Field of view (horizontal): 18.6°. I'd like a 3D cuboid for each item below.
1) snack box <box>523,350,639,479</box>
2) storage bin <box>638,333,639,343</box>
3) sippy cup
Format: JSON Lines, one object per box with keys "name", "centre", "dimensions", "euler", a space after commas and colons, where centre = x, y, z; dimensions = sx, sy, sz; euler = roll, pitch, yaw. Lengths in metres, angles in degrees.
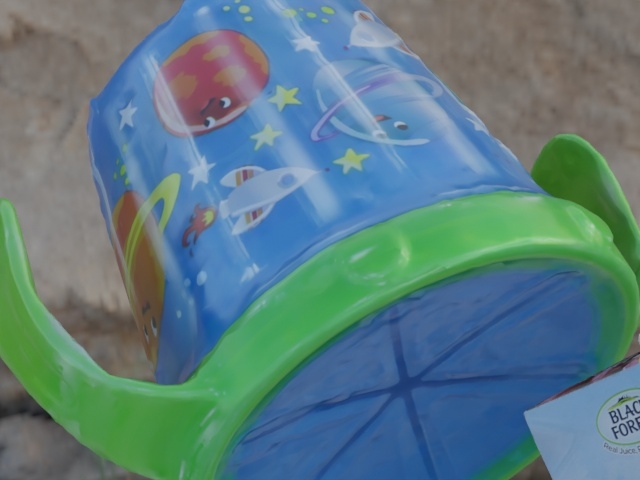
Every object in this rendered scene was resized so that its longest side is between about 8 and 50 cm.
{"name": "snack box", "centre": [0.185, 0.020, 0.505], "dimensions": [0.207, 0.174, 0.070], "euler": [-15, 79, -42]}
{"name": "storage bin", "centre": [0.292, 0.121, 0.845], "dimensions": [0.260, 0.262, 0.123], "euler": [-6, 70, 25]}
{"name": "sippy cup", "centre": [0.000, 0.000, 0.948], "dimensions": [0.240, 0.305, 0.224], "euler": [-40, 56, 14]}
